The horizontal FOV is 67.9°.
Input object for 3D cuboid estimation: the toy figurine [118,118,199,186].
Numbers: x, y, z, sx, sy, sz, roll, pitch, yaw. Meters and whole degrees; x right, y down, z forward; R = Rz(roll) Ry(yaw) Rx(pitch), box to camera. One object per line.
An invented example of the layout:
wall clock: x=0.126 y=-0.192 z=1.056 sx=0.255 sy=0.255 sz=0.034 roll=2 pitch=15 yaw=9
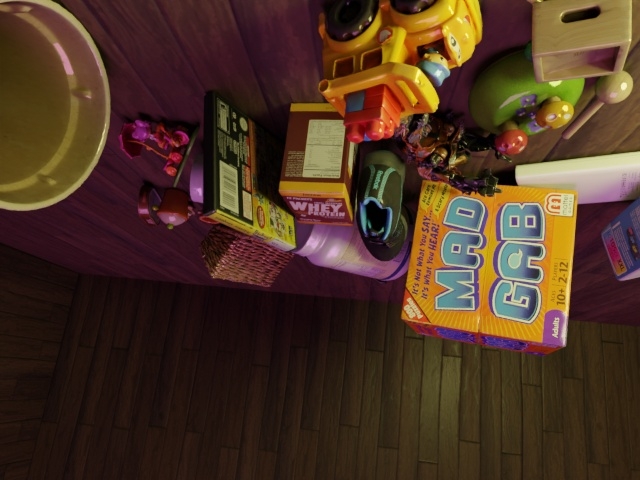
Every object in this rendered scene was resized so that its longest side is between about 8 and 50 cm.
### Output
toy figurine: x=-0.383 y=-0.227 z=1.104 sx=0.159 sy=0.130 sz=0.173 roll=22 pitch=138 yaw=-19

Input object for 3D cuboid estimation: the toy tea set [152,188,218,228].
toy tea set: x=-0.377 y=-0.073 z=1.569 sx=0.335 sy=0.125 sz=0.200 roll=5 pitch=164 yaw=4

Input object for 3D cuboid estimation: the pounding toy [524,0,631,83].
pounding toy: x=0.331 y=-0.287 z=0.641 sx=0.141 sy=0.101 sz=0.130 roll=1 pitch=178 yaw=27

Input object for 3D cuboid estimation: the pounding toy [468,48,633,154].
pounding toy: x=0.369 y=-0.205 z=0.786 sx=0.236 sy=0.110 sz=0.183 roll=6 pitch=152 yaw=-8

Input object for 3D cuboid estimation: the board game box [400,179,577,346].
board game box: x=0.437 y=0.083 z=1.252 sx=0.355 sy=0.357 sz=0.356 roll=7 pitch=166 yaw=20

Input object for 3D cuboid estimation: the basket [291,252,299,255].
basket: x=0.000 y=0.000 z=1.634 sx=0.226 sy=0.154 sz=0.204 roll=12 pitch=145 yaw=-3

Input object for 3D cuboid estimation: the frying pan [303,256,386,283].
frying pan: x=0.078 y=0.001 z=1.522 sx=0.325 sy=0.198 sz=0.053 roll=15 pitch=-171 yaw=1

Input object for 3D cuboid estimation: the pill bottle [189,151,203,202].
pill bottle: x=-0.183 y=-0.142 z=1.203 sx=0.264 sy=0.153 sz=0.153 roll=7 pitch=164 yaw=-4

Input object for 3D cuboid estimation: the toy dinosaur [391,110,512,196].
toy dinosaur: x=0.270 y=-0.182 z=0.988 sx=0.218 sy=0.165 sz=0.321 roll=13 pitch=-171 yaw=35

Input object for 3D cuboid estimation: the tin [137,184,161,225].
tin: x=-0.552 y=-0.111 z=1.547 sx=0.040 sy=0.106 sz=0.190 roll=0 pitch=165 yaw=-6

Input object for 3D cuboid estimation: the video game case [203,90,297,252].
video game case: x=-0.143 y=-0.136 z=0.993 sx=0.035 sy=0.275 sz=0.248 roll=-20 pitch=152 yaw=29

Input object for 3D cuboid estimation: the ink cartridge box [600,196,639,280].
ink cartridge box: x=0.830 y=-0.049 z=1.022 sx=0.269 sy=0.151 sz=0.395 roll=-13 pitch=162 yaw=6

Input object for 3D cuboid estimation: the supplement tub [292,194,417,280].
supplement tub: x=0.090 y=-0.027 z=1.343 sx=0.324 sy=0.236 sz=0.235 roll=15 pitch=162 yaw=-25

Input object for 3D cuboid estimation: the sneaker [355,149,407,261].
sneaker: x=0.126 y=-0.042 z=1.086 sx=0.124 sy=0.140 sz=0.341 roll=8 pitch=145 yaw=17

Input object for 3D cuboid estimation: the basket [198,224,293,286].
basket: x=-0.271 y=0.015 z=1.793 sx=0.299 sy=0.214 sz=0.223 roll=15 pitch=123 yaw=-43

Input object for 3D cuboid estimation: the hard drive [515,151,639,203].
hard drive: x=0.630 y=-0.136 z=1.103 sx=0.307 sy=0.040 sz=0.203 roll=-3 pitch=162 yaw=30

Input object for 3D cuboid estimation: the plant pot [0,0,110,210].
plant pot: x=-0.592 y=-0.247 z=0.793 sx=0.305 sy=0.334 sz=0.334 roll=15 pitch=166 yaw=14

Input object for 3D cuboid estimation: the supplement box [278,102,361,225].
supplement box: x=0.007 y=-0.154 z=1.010 sx=0.128 sy=0.194 sz=0.191 roll=4 pitch=164 yaw=11

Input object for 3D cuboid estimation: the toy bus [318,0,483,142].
toy bus: x=0.106 y=-0.236 z=0.666 sx=0.220 sy=0.212 sz=0.149 roll=-5 pitch=159 yaw=31
